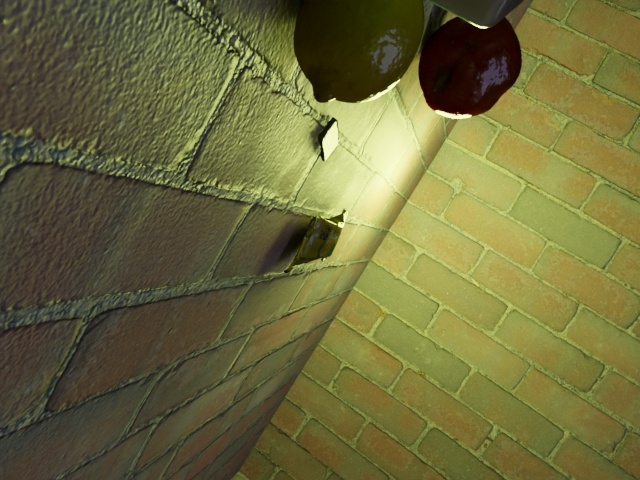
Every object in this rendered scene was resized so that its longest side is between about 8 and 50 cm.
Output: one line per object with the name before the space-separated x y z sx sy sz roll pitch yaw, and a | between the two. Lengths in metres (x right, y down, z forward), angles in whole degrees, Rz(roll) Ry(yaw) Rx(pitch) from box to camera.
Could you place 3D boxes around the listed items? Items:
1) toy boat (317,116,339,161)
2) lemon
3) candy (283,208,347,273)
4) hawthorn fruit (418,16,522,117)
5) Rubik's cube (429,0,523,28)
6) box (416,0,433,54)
toy boat | 0.019 -0.226 1.175 0.063 0.016 0.115 -55 168 -12
lemon | 0.056 -0.304 0.754 0.244 0.187 0.187 -58 167 -5
candy | 0.000 0.000 1.498 0.187 0.081 0.297 -63 166 18
hawthorn fruit | 0.391 -0.470 1.431 0.330 0.287 0.287 -38 158 -36
Rubik's cube | 0.120 -0.417 0.411 0.316 0.322 0.319 -44 163 -41
box | 0.177 -0.407 1.022 0.090 0.024 0.167 -47 166 -21
